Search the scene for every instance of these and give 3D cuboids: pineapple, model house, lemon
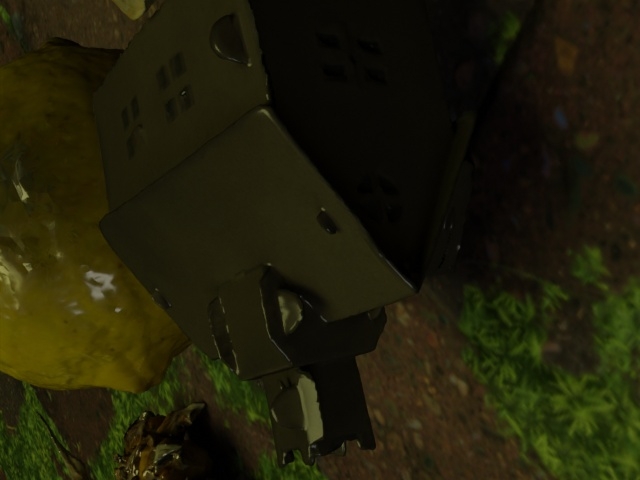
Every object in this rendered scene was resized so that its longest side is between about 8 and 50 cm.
[{"bbox_3d":[-0.146,0.302,0.860,0.161,0.158,0.335,149,109,-66],"label":"pineapple"},{"bbox_3d":[0.000,0.000,0.534,0.211,0.204,0.244,-25,72,53],"label":"model house"},{"bbox_3d":[-0.196,-0.022,0.761,0.253,0.253,0.311,-31,73,53],"label":"lemon"}]

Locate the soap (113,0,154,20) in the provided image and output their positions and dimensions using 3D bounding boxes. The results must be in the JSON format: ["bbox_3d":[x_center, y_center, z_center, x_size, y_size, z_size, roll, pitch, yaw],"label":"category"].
[{"bbox_3d":[-0.029,-0.226,0.500,0.037,0.252,0.092,41,148,-19],"label":"soap"}]
